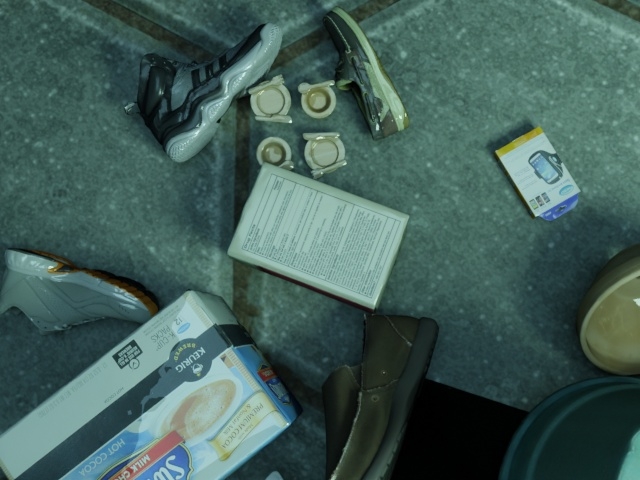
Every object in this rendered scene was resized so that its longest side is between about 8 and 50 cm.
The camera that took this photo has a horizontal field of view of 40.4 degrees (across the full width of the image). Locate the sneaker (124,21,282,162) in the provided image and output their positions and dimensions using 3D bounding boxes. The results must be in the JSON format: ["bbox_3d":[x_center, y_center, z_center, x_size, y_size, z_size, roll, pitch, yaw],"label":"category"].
[{"bbox_3d":[-0.189,-0.265,1.359,0.153,0.101,0.268,40,89,5],"label":"sneaker"}]

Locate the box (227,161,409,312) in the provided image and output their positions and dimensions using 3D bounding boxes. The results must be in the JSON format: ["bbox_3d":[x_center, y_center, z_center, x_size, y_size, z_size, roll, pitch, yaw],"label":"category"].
[{"bbox_3d":[0.000,0.000,1.299,0.232,0.127,0.148,21,84,7],"label":"box"}]

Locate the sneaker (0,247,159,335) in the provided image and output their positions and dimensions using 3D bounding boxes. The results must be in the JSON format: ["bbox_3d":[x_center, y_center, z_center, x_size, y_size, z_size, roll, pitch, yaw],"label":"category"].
[{"bbox_3d":[-0.374,0.099,1.336,0.262,0.099,0.121,17,91,14],"label":"sneaker"}]

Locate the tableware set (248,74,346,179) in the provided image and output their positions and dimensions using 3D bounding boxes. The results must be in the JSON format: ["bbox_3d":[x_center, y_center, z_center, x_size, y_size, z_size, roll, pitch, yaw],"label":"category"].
[{"bbox_3d":[-0.036,-0.177,1.360,0.141,0.020,0.169,-7,95,-2],"label":"tableware set"}]

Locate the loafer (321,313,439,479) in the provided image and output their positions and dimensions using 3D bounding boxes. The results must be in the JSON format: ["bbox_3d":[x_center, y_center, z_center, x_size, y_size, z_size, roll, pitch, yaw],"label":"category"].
[{"bbox_3d":[0.056,0.246,1.202,0.130,0.134,0.366,18,45,12],"label":"loafer"}]

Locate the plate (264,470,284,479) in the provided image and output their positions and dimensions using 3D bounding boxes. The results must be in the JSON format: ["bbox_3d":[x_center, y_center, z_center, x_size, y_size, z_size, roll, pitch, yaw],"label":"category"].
[{"bbox_3d":[-0.081,0.509,1.181,0.277,0.045,0.278,-51,40,14],"label":"plate"}]

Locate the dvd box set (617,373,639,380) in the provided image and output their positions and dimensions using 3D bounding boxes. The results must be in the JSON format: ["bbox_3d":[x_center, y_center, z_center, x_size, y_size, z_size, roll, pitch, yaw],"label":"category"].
[{"bbox_3d":[0.574,0.388,1.221,0.307,0.062,0.420,-7,87,4],"label":"dvd box set"}]

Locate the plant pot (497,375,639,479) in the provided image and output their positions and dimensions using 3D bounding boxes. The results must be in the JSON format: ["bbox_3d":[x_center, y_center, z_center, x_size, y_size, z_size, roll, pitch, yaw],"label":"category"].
[{"bbox_3d":[0.410,0.313,1.008,0.341,0.334,0.341,0,76,-1],"label":"plant pot"}]

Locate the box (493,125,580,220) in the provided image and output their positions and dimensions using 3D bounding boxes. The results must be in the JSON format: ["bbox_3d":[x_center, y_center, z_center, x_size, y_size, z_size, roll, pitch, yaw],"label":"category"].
[{"bbox_3d":[0.337,-0.098,1.341,0.081,0.028,0.136,-29,84,-1],"label":"box"}]

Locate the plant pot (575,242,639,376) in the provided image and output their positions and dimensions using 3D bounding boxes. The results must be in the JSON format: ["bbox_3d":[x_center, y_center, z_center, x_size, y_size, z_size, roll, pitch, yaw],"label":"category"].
[{"bbox_3d":[0.474,0.080,1.240,0.237,0.237,0.110,-9,41,3],"label":"plant pot"}]

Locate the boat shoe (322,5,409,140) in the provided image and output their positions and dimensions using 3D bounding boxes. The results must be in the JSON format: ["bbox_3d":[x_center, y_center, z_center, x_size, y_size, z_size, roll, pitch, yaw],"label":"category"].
[{"bbox_3d":[0.057,-0.259,1.355,0.073,0.080,0.223,-30,86,-6],"label":"boat shoe"}]

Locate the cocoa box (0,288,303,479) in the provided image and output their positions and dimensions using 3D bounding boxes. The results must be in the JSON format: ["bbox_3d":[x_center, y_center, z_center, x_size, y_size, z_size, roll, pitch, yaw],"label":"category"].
[{"bbox_3d":[-0.229,0.265,1.224,0.347,0.231,0.228,-38,82,-1],"label":"cocoa box"}]

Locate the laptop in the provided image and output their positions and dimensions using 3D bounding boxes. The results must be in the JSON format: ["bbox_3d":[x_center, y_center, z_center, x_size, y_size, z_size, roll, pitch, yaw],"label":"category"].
[{"bbox_3d":[0.180,0.455,1.280,0.382,0.236,0.408,18,55,6],"label":"laptop"}]
